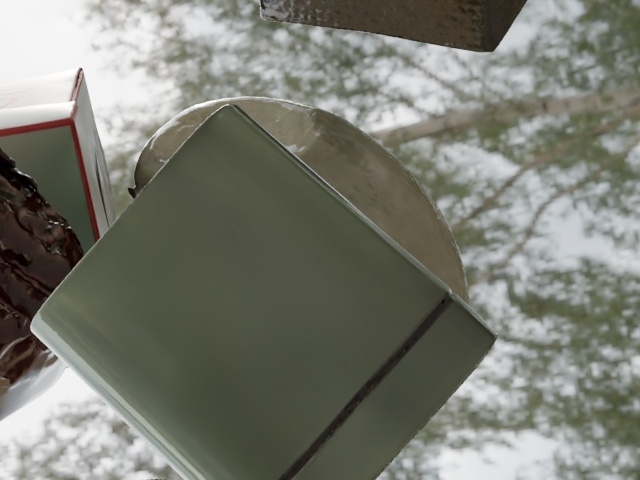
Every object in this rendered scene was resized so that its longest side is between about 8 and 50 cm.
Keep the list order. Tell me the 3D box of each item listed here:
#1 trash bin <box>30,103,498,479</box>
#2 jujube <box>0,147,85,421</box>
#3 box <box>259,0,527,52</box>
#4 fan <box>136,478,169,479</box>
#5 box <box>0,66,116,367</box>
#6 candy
[{"bbox_3d":[-0.020,0.035,0.508,0.130,0.116,0.059,42,-177,6],"label":"trash bin"},{"bbox_3d":[-0.349,0.025,1.189,0.376,0.258,0.258,58,-143,-53],"label":"jujube"},{"bbox_3d":[0.073,-0.307,1.381,0.184,0.273,0.143,-55,-32,-38],"label":"box"},{"bbox_3d":[-0.189,0.241,1.235,0.082,0.155,0.039,9,-113,-49],"label":"fan"},{"bbox_3d":[-0.415,-0.021,1.725,0.300,0.312,0.314,-105,6,-69],"label":"box"},{"bbox_3d":[0.000,0.000,1.628,0.427,0.386,0.186,50,-121,-27],"label":"candy"}]
